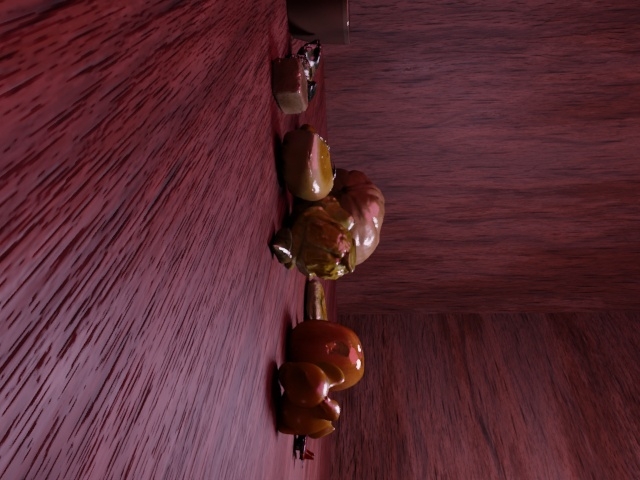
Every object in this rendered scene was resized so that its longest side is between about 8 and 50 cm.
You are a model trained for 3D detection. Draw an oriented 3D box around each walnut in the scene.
[{"bbox_3d":[0.074,-0.083,1.981,0.381,0.382,0.381,-1,90,-85],"label":"walnut"}]

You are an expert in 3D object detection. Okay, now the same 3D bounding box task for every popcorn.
[{"bbox_3d":[0.005,-0.003,1.704,0.276,0.226,0.276,3,90,-87],"label":"popcorn"}]

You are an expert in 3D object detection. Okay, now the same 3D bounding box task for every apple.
[{"bbox_3d":[0.021,0.363,1.709,0.242,0.241,0.241,2,90,-84],"label":"apple"}]

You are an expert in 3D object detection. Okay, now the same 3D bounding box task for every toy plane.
[{"bbox_3d":[-0.058,0.664,1.802,0.130,0.061,0.189,-25,109,-84],"label":"toy plane"}]

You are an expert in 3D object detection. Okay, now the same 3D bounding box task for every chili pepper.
[{"bbox_3d":[-0.064,-0.571,1.809,0.264,0.116,0.148,-86,-176,-45],"label":"chili pepper"}]

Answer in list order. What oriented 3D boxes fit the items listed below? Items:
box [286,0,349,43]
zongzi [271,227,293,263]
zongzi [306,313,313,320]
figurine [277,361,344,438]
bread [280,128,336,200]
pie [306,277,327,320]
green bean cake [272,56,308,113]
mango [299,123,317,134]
[{"bbox_3d":[-0.002,-0.847,1.890,0.301,0.216,0.300,-1,90,-83],"label":"box"},{"bbox_3d":[-0.111,-0.005,1.428,0.113,0.052,0.104,56,23,-57],"label":"zongzi"},{"bbox_3d":[-0.016,0.388,2.021,0.251,0.125,0.274,-45,128,-82],"label":"zongzi"},{"bbox_3d":[-0.036,0.436,1.465,0.215,0.215,0.228,-77,-172,-71],"label":"figurine"},{"bbox_3d":[-0.056,-0.217,1.582,0.156,0.158,0.260,-57,147,-46],"label":"bread"},{"bbox_3d":[-0.017,0.314,2.260,0.337,0.075,0.337,-1,90,-83],"label":"pie"},{"bbox_3d":[-0.086,-0.449,1.548,0.179,0.085,0.109,51,38,-81],"label":"green bean cake"},{"bbox_3d":[-0.047,-0.380,2.039,0.184,0.085,0.102,62,29,-56],"label":"mango"}]
